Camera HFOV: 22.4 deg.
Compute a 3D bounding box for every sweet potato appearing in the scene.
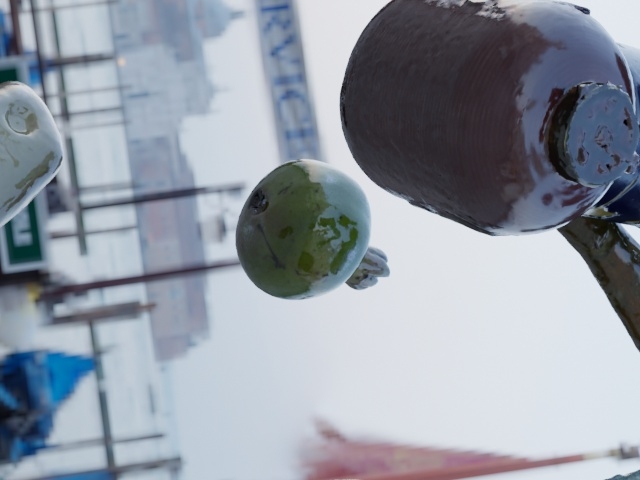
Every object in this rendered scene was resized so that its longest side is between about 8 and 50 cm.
[{"bbox_3d":[0.311,0.030,1.689,0.273,0.075,0.075,52,-5,-3],"label":"sweet potato"}]

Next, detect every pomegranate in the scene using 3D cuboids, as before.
[{"bbox_3d":[0.001,-0.012,2.030,0.179,0.210,0.179,-178,-90,-69],"label":"pomegranate"}]

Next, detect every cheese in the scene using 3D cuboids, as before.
[{"bbox_3d":[-0.365,-0.057,1.630,0.117,0.235,0.218,51,-16,-10],"label":"cheese"}]

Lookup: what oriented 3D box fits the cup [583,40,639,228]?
[{"bbox_3d":[0.255,-0.080,1.575,0.256,0.255,0.178,5,51,-52],"label":"cup"}]

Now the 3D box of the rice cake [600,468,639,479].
[{"bbox_3d":[0.314,0.256,1.539,0.040,0.226,0.085,106,-32,-65],"label":"rice cake"}]

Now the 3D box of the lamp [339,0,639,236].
[{"bbox_3d":[0.120,-0.096,1.168,0.258,0.180,0.180,24,-54,52],"label":"lamp"}]
